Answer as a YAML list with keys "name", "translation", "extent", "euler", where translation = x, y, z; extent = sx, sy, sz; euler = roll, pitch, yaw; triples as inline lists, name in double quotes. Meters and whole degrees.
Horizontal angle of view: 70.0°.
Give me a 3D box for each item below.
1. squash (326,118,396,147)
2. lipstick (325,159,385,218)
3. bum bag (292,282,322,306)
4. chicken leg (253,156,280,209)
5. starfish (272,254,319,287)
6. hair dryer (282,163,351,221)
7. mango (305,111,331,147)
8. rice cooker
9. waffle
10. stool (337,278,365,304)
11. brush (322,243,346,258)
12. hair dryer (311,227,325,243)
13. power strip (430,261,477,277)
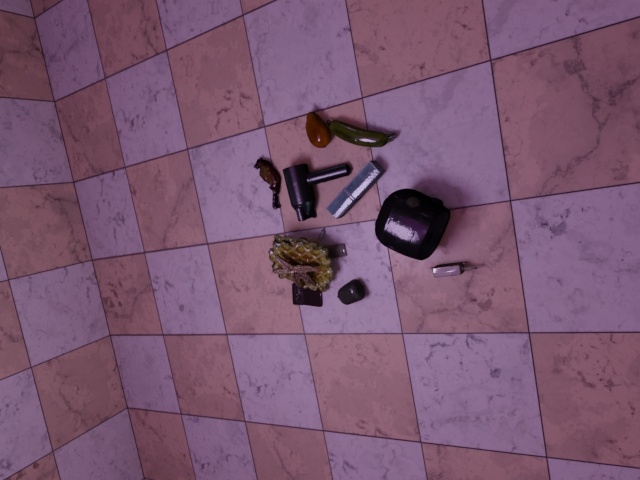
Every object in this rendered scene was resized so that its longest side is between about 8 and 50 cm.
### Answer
- name: "squash"
  translation: [0.151, -0.429, 1.856]
  extent: [0.318, 0.071, 0.080]
  euler: [20, 108, 24]
- name: "lipstick"
  translation: [0.146, -0.211, 1.901]
  extent: [0.077, 0.076, 0.290]
  euler: [51, 119, 13]
- name: "bum bag"
  translation: [-0.065, 0.258, 2.146]
  extent: [0.159, 0.026, 0.109]
  euler: [2, 100, 29]
- name: "chicken leg"
  translation: [-0.231, -0.268, 2.117]
  extent: [0.106, 0.051, 0.253]
  euler: [-20, 91, 37]
- name: "starfish"
  translation: [-0.101, 0.137, 1.996]
  extent: [0.240, 0.043, 0.227]
  euler: [-6, 141, 37]
- name: "hair dryer"
  translation: [0.001, -0.226, 1.974]
  extent: [0.302, 0.116, 0.244]
  euler: [-12, 97, 23]
- name: "mango"
  translation: [-0.011, -0.464, 1.937]
  extent: [0.105, 0.084, 0.159]
  euler: [-43, 60, 54]
- name: "rice cooker"
  translation: [0.343, -0.065, 1.727]
  extent: [0.224, 0.267, 0.267]
  euler: [28, 113, 29]
- name: "waffle"
  translation: [-0.084, 0.097, 2.040]
  extent: [0.317, 0.073, 0.297]
  euler: [12, 134, 17]
- name: "stool"
  translation: [0.134, 0.227, 1.991]
  extent: [0.110, 0.096, 0.096]
  euler: [-34, 83, 34]
- name: "brush"
  translation: [-0.034, 0.063, 2.078]
  extent: [0.321, 0.050, 0.060]
  euler: [-9, 92, 29]
- name: "hair dryer"
  translation: [0.000, 0.000, 2.036]
  extent: [0.063, 0.038, 0.124]
  euler: [20, 79, 23]
- name: "power strip"
  translation: [0.516, 0.111, 1.762]
  extent: [0.175, 0.075, 0.042]
  euler: [-9, 94, 31]
